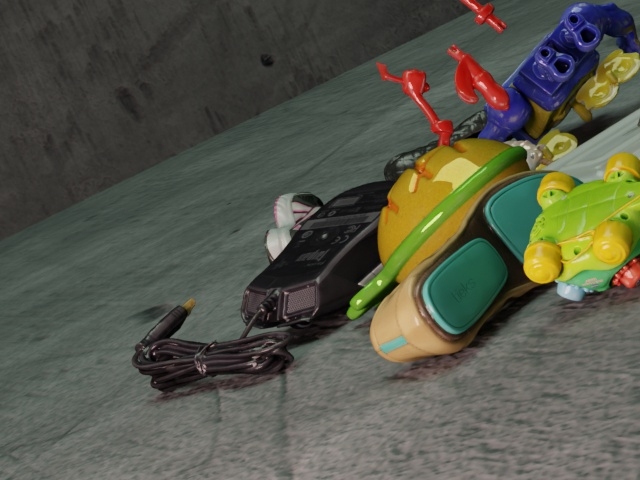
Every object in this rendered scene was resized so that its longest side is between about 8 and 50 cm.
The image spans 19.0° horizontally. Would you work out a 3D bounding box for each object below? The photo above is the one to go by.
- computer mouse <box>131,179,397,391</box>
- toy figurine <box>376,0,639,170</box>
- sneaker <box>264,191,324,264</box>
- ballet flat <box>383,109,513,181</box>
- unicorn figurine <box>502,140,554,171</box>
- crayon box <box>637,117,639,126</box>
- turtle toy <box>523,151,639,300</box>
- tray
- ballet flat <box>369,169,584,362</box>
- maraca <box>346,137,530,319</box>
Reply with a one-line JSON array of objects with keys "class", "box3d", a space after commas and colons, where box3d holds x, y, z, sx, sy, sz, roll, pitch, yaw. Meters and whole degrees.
[{"class": "computer mouse", "box3d": [-0.034, 0.048, 1.558, 0.184, 0.060, 0.262, -11, 27, 39]}, {"class": "toy figurine", "box3d": [0.219, -0.198, 1.856, 0.362, 0.191, 0.217, -51, -6, -10]}, {"class": "sneaker", "box3d": [0.000, 0.000, 1.755, 0.077, 0.072, 0.178, -11, 19, 8]}, {"class": "ballet flat", "box3d": [0.144, -0.088, 1.947, 0.173, 0.057, 0.049, -27, 50, -16]}, {"class": "unicorn figurine", "box3d": [0.126, -0.048, 1.679, 0.162, 0.060, 0.111, -16, 13, 40]}, {"class": "crayon box", "box3d": [0.395, -0.194, 1.483, 0.323, 0.083, 0.203, -18, -10, 1]}, {"class": "turtle toy", "box3d": [0.192, -0.004, 1.240, 0.130, 0.066, 0.095, -16, 35, 29]}, {"class": "tray", "box3d": [0.270, -0.083, 1.616, 0.270, 0.030, 0.145, -31, 12, -37]}, {"class": "ballet flat", "box3d": [0.109, 0.016, 1.327, 0.073, 0.080, 0.232, -36, -3, 43]}, {"class": "maraca", "box3d": [0.088, -0.006, 1.442, 0.185, 0.099, 0.127, -47, -14, 28]}]
